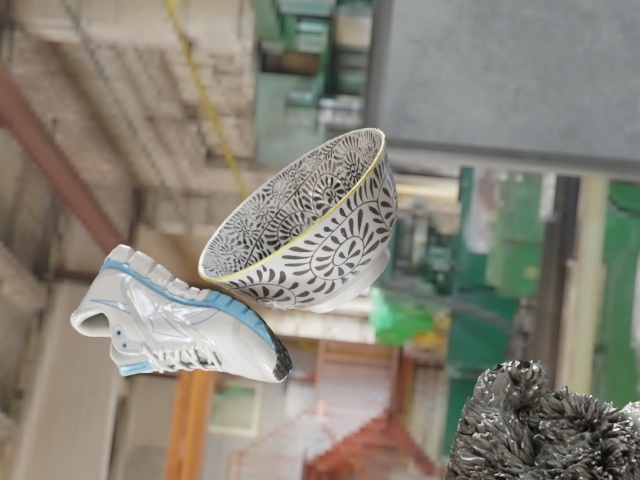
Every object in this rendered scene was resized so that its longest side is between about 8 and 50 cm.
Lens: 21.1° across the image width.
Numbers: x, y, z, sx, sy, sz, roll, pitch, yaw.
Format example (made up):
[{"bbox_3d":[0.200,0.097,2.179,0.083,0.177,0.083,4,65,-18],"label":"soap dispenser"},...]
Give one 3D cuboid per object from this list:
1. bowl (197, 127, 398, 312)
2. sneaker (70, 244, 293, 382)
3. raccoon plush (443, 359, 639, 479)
[{"bbox_3d":[0.000,0.000,1.270,0.080,0.170,0.170,52,-156,-18],"label":"bowl"},{"bbox_3d":[-0.104,0.074,1.245,0.083,0.191,0.071,-50,-41,-24],"label":"sneaker"},{"bbox_3d":[0.266,0.311,1.686,0.216,0.299,0.446,82,-153,-44],"label":"raccoon plush"}]
